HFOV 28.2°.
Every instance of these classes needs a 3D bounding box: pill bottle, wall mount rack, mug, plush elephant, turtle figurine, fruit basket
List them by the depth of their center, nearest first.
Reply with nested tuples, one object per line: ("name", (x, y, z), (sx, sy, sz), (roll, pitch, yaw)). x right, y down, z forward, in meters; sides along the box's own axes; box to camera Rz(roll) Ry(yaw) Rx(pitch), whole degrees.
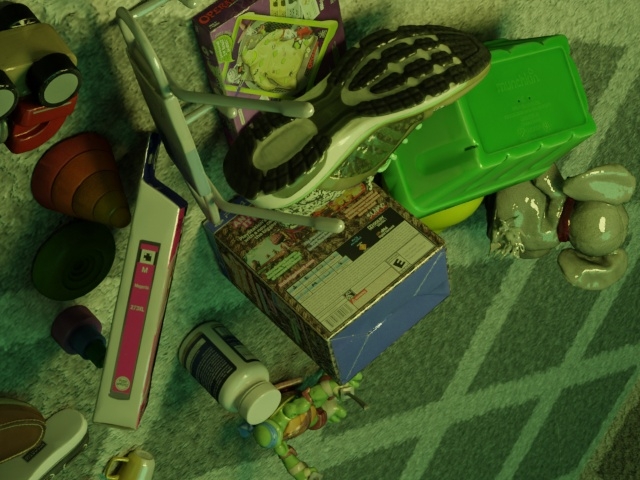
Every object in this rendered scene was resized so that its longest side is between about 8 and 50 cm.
("wall mount rack", (-0.115, -0.140, 1.543), (0.130, 0.304, 0.350), (-31, 141, -11))
("pill bottle", (-0.141, 0.213, 2.031), (0.094, 0.169, 0.094), (-31, 144, -26))
("fruit basket", (0.207, -0.160, 2.053), (0.392, 0.283, 0.392), (-18, 180, 0))
("mug", (-0.309, 0.383, 2.115), (0.078, 0.062, 0.064), (3, 114, -60))
("plush elephant", (0.432, -0.062, 2.256), (0.330, 0.255, 0.272), (-77, 175, -53))
("turtle figurine", (0.014, 0.335, 2.293), (0.266, 0.274, 0.198), (-37, 121, -61))

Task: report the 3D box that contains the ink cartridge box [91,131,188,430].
("ink cartridge box", (-0.224, 0.047, 1.648), (0.176, 0.069, 0.371), (-123, -138, -86))

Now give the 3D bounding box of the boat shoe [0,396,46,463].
("boat shoe", (-0.507, 0.304, 1.728), (0.324, 0.116, 0.123), (-13, 133, -44))

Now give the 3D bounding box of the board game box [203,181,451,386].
("board game box", (0.012, 0.028, 1.906), (0.232, 0.291, 0.141), (-38, 148, -16))

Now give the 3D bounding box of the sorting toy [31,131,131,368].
("sorting toy", (-0.298, 0.038, 1.695), (0.127, 0.126, 0.366), (-24, 140, -35))

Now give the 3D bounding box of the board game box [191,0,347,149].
("board game box", (-0.053, -0.230, 1.788), (0.208, 0.056, 0.347), (-41, 148, -21))

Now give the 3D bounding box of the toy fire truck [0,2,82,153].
("toy fire truck", (-0.385, -0.109, 1.429), (0.217, 0.158, 0.246), (-22, 151, -37))

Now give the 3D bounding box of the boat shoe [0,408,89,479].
("boat shoe", (-0.438, 0.345, 1.904), (0.228, 0.080, 0.076), (-43, 147, -24))

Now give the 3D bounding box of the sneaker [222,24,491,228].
("sneaker", (0.062, -0.156, 1.810), (0.410, 0.158, 0.182), (-31, 148, -3))
